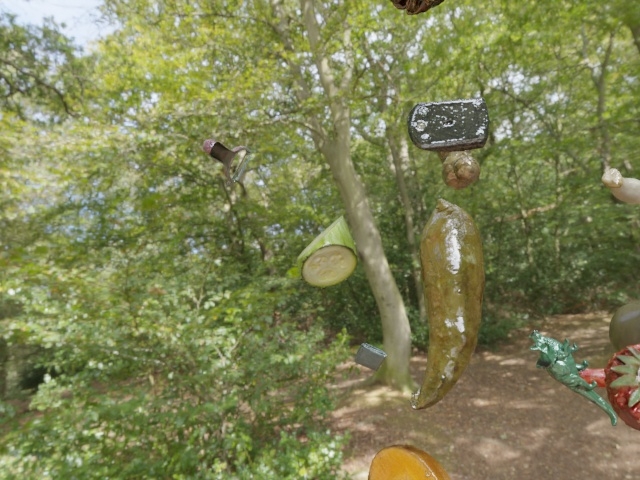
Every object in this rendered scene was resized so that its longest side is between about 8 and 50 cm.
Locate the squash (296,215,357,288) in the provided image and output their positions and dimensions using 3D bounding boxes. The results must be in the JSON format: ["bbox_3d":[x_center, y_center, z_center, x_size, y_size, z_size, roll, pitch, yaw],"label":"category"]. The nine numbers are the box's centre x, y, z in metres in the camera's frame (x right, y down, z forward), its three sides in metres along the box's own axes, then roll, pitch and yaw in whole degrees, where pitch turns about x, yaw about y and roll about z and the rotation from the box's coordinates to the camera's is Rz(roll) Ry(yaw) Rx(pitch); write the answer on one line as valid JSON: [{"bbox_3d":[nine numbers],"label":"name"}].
[{"bbox_3d":[0.000,0.000,1.316,0.189,0.261,0.190,-8,-48,-9],"label":"squash"}]

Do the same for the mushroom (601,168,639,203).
[{"bbox_3d":[1.160,-0.201,1.632,0.212,0.097,0.088,23,-7,-15],"label":"mushroom"}]

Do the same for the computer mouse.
[{"bbox_3d":[0.429,-0.384,1.453,0.268,0.171,0.100,-2,0,10],"label":"computer mouse"}]

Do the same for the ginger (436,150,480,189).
[{"bbox_3d":[0.571,-0.329,1.776,0.155,0.305,0.245,-10,-35,3],"label":"ginger"}]

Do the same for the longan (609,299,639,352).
[{"bbox_3d":[1.133,0.308,1.436,0.299,0.301,0.243,-18,-36,32],"label":"longan"}]

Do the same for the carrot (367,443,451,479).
[{"bbox_3d":[0.253,0.715,1.167,0.100,0.307,0.258,16,-54,-42],"label":"carrot"}]

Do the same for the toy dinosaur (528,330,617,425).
[{"bbox_3d":[0.703,0.358,1.185,0.120,0.291,0.079,-57,-19,13],"label":"toy dinosaur"}]

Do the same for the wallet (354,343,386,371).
[{"bbox_3d":[0.163,0.384,1.423,0.088,0.026,0.129,22,-40,7],"label":"wallet"}]

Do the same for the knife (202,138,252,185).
[{"bbox_3d":[-0.257,-0.215,1.123,0.053,0.124,0.278,25,2,6],"label":"knife"}]

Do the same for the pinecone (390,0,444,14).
[{"bbox_3d":[0.272,-0.731,1.139,0.243,0.309,0.244,22,-35,16],"label":"pinecone"}]

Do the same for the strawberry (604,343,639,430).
[{"bbox_3d":[0.720,0.328,0.905,0.205,0.206,0.244,-19,-45,33],"label":"strawberry"}]

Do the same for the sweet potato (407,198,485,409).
[{"bbox_3d":[0.253,0.119,0.850,0.130,0.424,0.130,7,-13,2],"label":"sweet potato"}]

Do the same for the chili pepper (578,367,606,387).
[{"bbox_3d":[0.985,0.483,1.523,0.123,0.074,0.070,-11,-20,30],"label":"chili pepper"}]
